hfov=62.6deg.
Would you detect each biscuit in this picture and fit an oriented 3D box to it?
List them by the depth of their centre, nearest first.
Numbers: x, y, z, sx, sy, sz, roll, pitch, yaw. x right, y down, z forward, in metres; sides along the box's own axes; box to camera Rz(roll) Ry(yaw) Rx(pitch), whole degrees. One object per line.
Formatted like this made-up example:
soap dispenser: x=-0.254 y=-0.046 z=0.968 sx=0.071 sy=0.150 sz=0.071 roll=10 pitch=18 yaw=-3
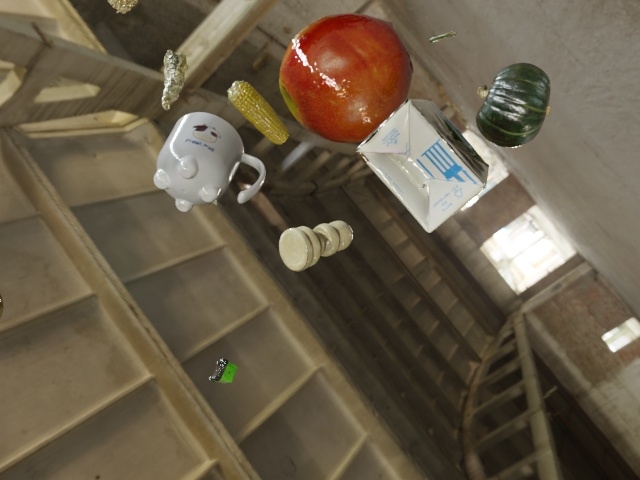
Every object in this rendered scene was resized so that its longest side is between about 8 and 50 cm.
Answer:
biscuit: x=-0.522 y=-0.709 z=1.469 sx=0.070 sy=0.169 sz=0.082 roll=30 pitch=-133 yaw=-45

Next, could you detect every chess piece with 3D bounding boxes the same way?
chess piece: x=0.000 y=0.000 z=2.026 sx=0.300 sy=0.167 sz=0.167 roll=-21 pitch=-111 yaw=-42

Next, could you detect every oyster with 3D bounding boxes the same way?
oyster: x=-0.507 y=-0.560 z=1.821 sx=0.061 sy=0.106 sz=0.199 roll=-15 pitch=-84 yaw=-86

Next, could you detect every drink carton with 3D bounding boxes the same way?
drink carton: x=0.205 y=-0.152 z=0.986 sx=0.194 sy=0.132 sz=0.324 roll=50 pitch=-156 yaw=1

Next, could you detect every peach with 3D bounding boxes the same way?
peach: x=0.077 y=-0.450 z=1.467 sx=0.372 sy=0.373 sz=0.290 roll=54 pitch=175 yaw=13

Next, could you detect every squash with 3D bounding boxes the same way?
squash: x=0.485 y=-0.340 z=1.324 sx=0.173 sy=0.218 sz=0.218 roll=12 pitch=176 yaw=31

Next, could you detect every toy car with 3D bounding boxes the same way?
toy car: x=-0.318 y=0.432 z=1.721 sx=0.063 sy=0.165 sz=0.071 roll=26 pitch=-113 yaw=-10

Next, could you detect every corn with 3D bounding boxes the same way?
corn: x=-0.208 y=-0.433 z=1.796 sx=0.260 sy=0.091 sz=0.091 roll=45 pitch=-140 yaw=-33

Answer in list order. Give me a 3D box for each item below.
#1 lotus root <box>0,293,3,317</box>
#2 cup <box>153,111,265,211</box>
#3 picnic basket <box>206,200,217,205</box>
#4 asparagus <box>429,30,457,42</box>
lotus root: x=-0.811 y=0.144 z=1.217 sx=0.138 sy=0.214 sz=0.138 roll=19 pitch=-143 yaw=-15
cup: x=-0.204 y=-0.120 z=0.938 sx=0.173 sy=0.134 sz=0.142 roll=38 pitch=-141 yaw=-25
picnic basket: x=-0.445 y=-0.178 z=2.164 sx=0.083 sy=0.083 sz=0.065 roll=47 pitch=161 yaw=4
asparagus: x=0.311 y=-0.519 z=1.341 sx=0.114 sy=0.015 sz=0.014 roll=-148 pitch=47 yaw=-68
